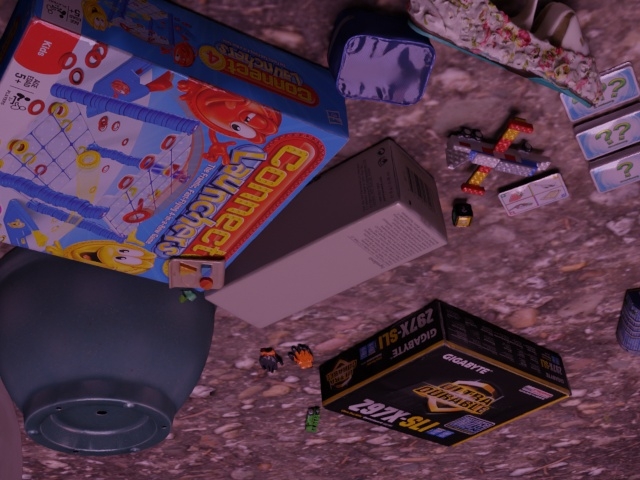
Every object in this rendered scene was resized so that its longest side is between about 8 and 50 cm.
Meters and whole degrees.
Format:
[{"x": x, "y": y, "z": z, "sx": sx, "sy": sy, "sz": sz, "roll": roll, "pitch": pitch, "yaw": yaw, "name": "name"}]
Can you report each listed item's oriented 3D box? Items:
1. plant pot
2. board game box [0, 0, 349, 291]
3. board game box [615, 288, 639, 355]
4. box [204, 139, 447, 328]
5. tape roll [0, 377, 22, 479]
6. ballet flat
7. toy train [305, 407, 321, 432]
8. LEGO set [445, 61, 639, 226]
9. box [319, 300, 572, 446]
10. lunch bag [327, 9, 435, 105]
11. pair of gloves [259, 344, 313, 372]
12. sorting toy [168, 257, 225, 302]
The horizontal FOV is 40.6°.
[{"x": -0.272, "y": 0.148, "z": 1.085, "sx": 0.292, "sy": 0.196, "sz": 0.293, "roll": -5, "pitch": 145, "yaw": -3, "name": "plant pot"}, {"x": -0.181, "y": -0.089, "z": 0.852, "sx": 0.301, "sy": 0.086, "sz": 0.308, "roll": 17, "pitch": 139, "yaw": -29, "name": "board game box"}, {"x": 0.557, "y": 0.132, "z": 1.311, "sx": 0.194, "sy": 0.060, "sz": 0.194, "roll": -10, "pitch": 144, "yaw": 6, "name": "board game box"}, {"x": 0.000, "y": 0.000, "z": 1.002, "sx": 0.275, "sy": 0.094, "sz": 0.113, "roll": -25, "pitch": 141, "yaw": 26, "name": "box"}, {"x": -0.521, "y": 0.294, "z": 1.182, "sx": 0.100, "sy": 0.286, "sz": 0.286, "roll": -11, "pitch": 145, "yaw": 8, "name": "tape roll"}, {"x": 0.185, "y": -0.187, "z": 0.779, "sx": 0.240, "sy": 0.091, "sz": 0.077, "roll": 14, "pitch": 116, "yaw": -33, "name": "ballet flat"}, {"x": -0.014, "y": 0.316, "z": 1.525, "sx": 0.023, "sy": 0.017, "sz": 0.083, "roll": 7, "pitch": 145, "yaw": -1, "name": "toy train"}, {"x": 0.247, "y": -0.079, "z": 0.963, "sx": 0.244, "sy": 0.060, "sz": 0.182, "roll": -19, "pitch": 140, "yaw": 19, "name": "LEGO set"}, {"x": 0.197, "y": 0.224, "z": 1.374, "sx": 0.322, "sy": 0.079, "sz": 0.257, "roll": 25, "pitch": 136, "yaw": -37, "name": "box"}, {"x": 0.058, "y": -0.170, "z": 0.793, "sx": 0.098, "sy": 0.065, "sz": 0.067, "roll": 6, "pitch": 128, "yaw": -15, "name": "lunch bag"}, {"x": -0.053, "y": 0.183, "z": 1.332, "sx": 0.083, "sy": 0.010, "sz": 0.074, "roll": -6, "pitch": 146, "yaw": 2, "name": "pair of gloves"}, {"x": -0.138, "y": 0.047, "z": 0.966, "sx": 0.062, "sy": 0.012, "sz": 0.083, "roll": 0, "pitch": 145, "yaw": -9, "name": "sorting toy"}]
